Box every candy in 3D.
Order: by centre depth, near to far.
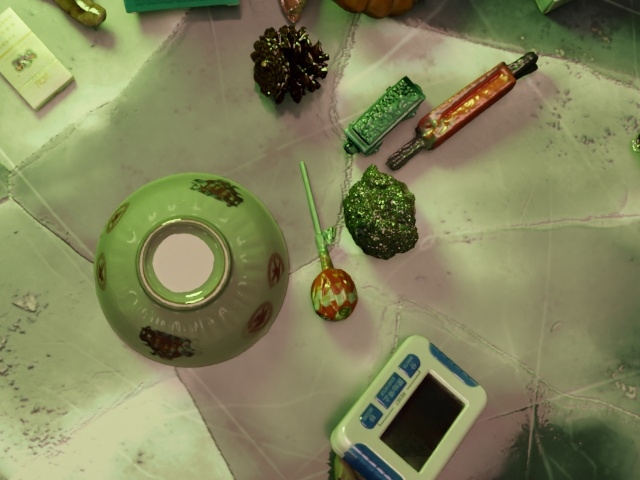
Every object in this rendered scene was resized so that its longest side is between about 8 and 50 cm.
[{"bbox_3d":[0.001,0.000,1.756,0.078,0.084,0.287,-12,75,-7],"label":"candy"}]

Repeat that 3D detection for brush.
[{"bbox_3d":[0.242,-0.227,1.778,0.323,0.070,0.051,-37,83,-4],"label":"brush"}]

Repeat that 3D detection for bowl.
[{"bbox_3d":[-0.218,0.044,1.689,0.337,0.157,0.337,0,85,-1],"label":"bowl"}]

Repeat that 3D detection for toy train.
[{"bbox_3d":[0.109,-0.211,1.755,0.172,0.099,0.070,-43,88,-6],"label":"toy train"}]

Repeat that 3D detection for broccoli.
[{"bbox_3d":[0.102,-0.047,1.726,0.138,0.146,0.162,-35,101,-43],"label":"broccoli"}]

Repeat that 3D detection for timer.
[{"bbox_3d":[0.145,0.295,1.685,0.178,0.078,0.253,42,57,2],"label":"timer"}]

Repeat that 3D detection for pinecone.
[{"bbox_3d":[-0.049,-0.299,1.747,0.121,0.140,0.140,-14,85,-25],"label":"pinecone"}]

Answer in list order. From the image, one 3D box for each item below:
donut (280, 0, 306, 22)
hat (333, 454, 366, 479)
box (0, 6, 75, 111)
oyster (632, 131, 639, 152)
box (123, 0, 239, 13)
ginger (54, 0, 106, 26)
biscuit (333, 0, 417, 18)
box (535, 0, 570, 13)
[{"bbox_3d":[-0.007,-0.468,1.794,0.166,0.065,0.117,-31,87,-6],"label":"donut"},{"bbox_3d":[0.066,0.429,1.716,0.166,0.144,0.173,20,127,-21],"label":"hat"},{"bbox_3d":[-0.514,-0.313,1.777,0.090,0.024,0.167,-42,86,-6],"label":"box"},{"bbox_3d":[0.635,-0.144,1.793,0.177,0.064,0.125,38,69,12],"label":"oyster"},{"bbox_3d":[-0.240,-0.516,1.662,0.205,0.311,0.118,-7,62,-3],"label":"box"},{"bbox_3d":[-0.448,-0.529,1.779,0.166,0.080,0.333,-2,91,12],"label":"ginger"},{"bbox_3d":[0.097,-0.537,1.718,0.326,0.107,0.325,-1,92,-34],"label":"biscuit"},{"bbox_3d":[0.396,-0.548,1.811,0.135,0.079,0.269,-25,86,-5],"label":"box"}]
